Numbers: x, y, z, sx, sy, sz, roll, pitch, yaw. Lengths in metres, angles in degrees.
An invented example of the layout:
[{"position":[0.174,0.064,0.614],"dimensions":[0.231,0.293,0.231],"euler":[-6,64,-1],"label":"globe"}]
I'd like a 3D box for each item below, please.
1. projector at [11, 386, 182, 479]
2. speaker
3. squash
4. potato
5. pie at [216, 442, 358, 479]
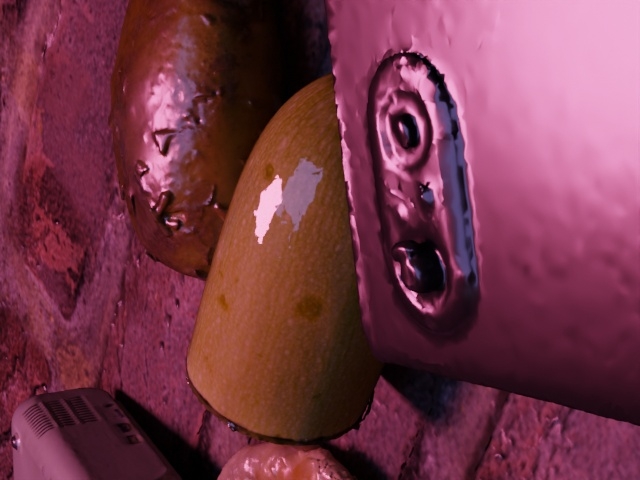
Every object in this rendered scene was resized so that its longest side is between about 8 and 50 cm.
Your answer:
[{"position":[-0.196,0.279,1.308],"dimensions":[0.198,0.108,0.250],"euler":[-143,49,-58],"label":"projector"},{"position":[0.136,-0.068,0.682],"dimensions":[0.232,0.184,0.253],"euler":[10,110,54],"label":"speaker"},{"position":[0.000,0.000,0.942],"dimensions":[0.132,0.133,0.247],"euler":[48,137,35],"label":"squash"},{"position":[-0.086,-0.094,1.048],"dimensions":[0.149,0.113,0.251],"euler":[23,120,54],"label":"potato"},{"position":[-0.001,0.235,1.094],"dimensions":[0.218,0.052,0.185],"euler":[45,129,35],"label":"pie"}]
